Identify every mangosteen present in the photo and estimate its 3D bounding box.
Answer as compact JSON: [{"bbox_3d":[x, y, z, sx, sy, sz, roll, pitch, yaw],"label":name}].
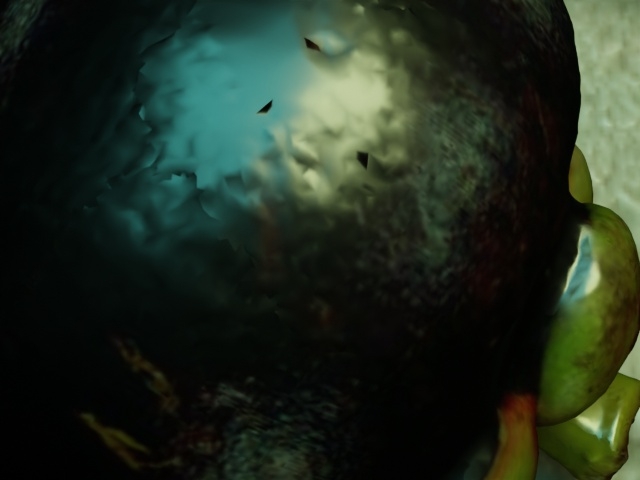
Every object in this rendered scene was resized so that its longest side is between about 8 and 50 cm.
[{"bbox_3d":[0.000,0.000,0.650,0.302,0.275,0.275,35,68,-18],"label":"mangosteen"}]
